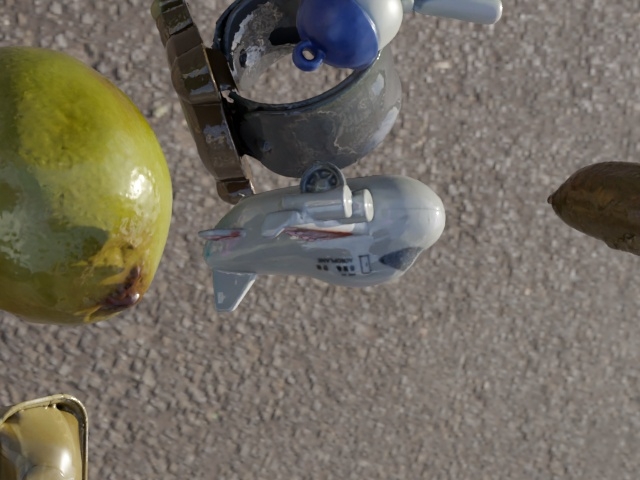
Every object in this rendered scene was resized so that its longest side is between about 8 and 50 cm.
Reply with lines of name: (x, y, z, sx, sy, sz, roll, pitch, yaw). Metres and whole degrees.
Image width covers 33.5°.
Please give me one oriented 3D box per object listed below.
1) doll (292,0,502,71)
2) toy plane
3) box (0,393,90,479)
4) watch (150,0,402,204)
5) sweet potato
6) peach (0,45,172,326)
doll: (0.036, -0.125, 0.491, 0.099, 0.057, 0.143, 42, 68, 1)
toy plane: (0.000, -0.004, 1.052, 0.252, 0.252, 0.118, 4, 74, -43)
box: (-0.273, 0.231, 1.006, 0.111, 0.111, 0.177, -5, 102, -42)
watch: (-0.056, -0.264, 1.601, 0.326, 0.335, 0.314, -20, 143, -1)
sweet potato: (0.236, -0.011, 0.697, 0.068, 0.226, 0.068, -23, 126, -37)
peach: (-0.312, -0.061, 1.190, 0.281, 0.316, 0.314, -48, 131, 11)
